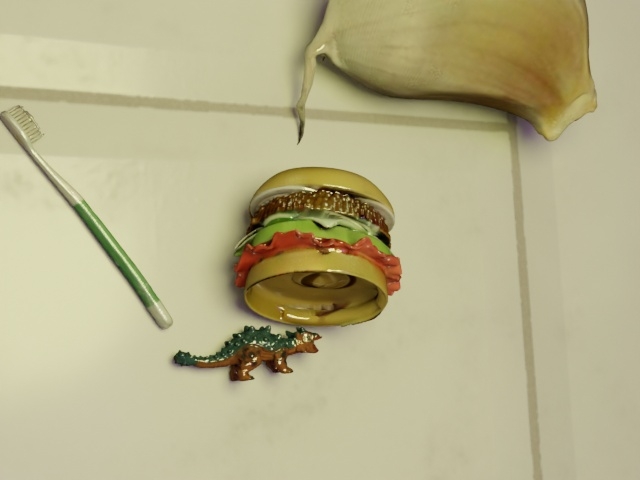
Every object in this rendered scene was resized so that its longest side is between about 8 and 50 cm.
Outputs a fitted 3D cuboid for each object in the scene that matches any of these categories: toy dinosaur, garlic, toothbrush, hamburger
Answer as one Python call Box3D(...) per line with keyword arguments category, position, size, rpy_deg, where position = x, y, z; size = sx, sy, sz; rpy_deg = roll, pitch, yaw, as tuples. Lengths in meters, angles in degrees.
Box3D(category="toy dinosaur", position=(-0.069, 0.112, 0.956), size=(0.154, 0.049, 0.055), rpy_deg=(-4, 88, -21))
Box3D(category="garlic", position=(0.134, -0.257, 1.063), size=(0.340, 0.231, 0.245), rpy_deg=(-3, 129, -11))
Box3D(category="toothbrush", position=(-0.219, -0.020, 0.920), size=(0.024, 0.018, 0.257), rpy_deg=(-40, 100, -31))
Box3D(category="hamburger", position=(-0.002, 0.001, 0.952), size=(0.175, 0.175, 0.136), rpy_deg=(16, 59, -24))
